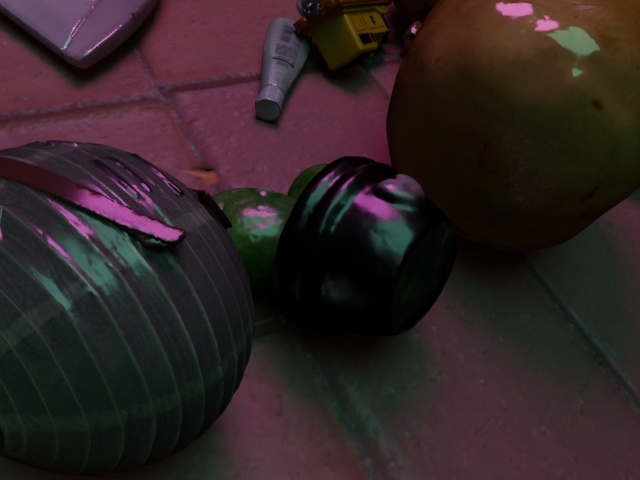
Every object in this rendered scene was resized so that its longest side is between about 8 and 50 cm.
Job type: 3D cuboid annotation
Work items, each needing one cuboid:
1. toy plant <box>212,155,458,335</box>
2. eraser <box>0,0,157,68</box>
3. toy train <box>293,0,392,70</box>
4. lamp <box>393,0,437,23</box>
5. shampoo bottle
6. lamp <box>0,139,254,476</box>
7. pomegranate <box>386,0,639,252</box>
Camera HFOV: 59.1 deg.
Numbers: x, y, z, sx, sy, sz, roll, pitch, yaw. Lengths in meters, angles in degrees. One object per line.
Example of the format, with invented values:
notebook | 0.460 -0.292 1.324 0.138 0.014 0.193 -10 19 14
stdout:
toy plant | 0.000 0.000 0.563 0.235 0.175 0.218 22 37 35
eraser | -0.301 -0.336 0.767 0.204 0.059 0.243 37 55 11
toy train | 0.045 -0.331 0.852 0.219 0.089 0.127 -36 102 -52
lamp | 0.247 -0.405 0.889 0.305 0.239 0.305 12 7 -1
shampoo bottle | -0.055 -0.243 0.792 0.069 0.041 0.190 23 50 -17
lamp | -0.173 0.040 0.426 0.265 0.233 0.233 19 48 19
pomegranate | 0.225 -0.158 0.652 0.332 0.332 0.332 9 52 -12
